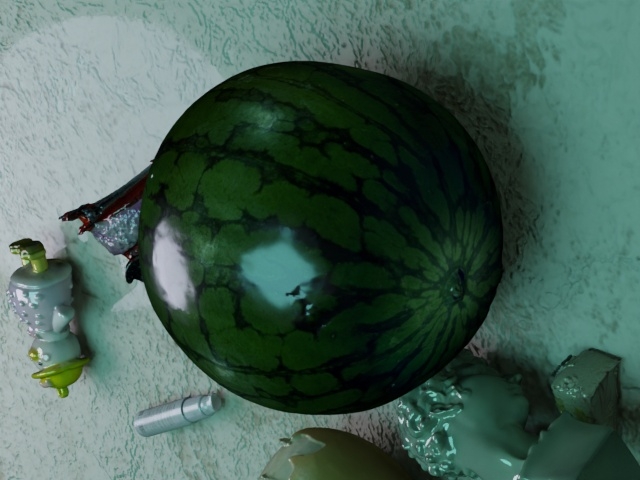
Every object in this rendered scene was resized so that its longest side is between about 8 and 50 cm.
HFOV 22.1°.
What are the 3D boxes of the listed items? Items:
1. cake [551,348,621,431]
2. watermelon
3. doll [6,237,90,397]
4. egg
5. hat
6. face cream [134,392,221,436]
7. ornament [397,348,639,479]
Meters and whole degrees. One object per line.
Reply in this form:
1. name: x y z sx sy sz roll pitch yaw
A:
1. cake: 0.260 0.173 1.597 0.052 0.065 0.121 14 122 35
2. watermelon: 0.000 0.000 1.543 0.363 0.363 0.363 14 116 32
3. doll: -0.330 0.095 1.984 0.129 0.081 0.207 15 120 52
4. egg: 0.028 0.319 1.733 0.244 0.201 0.201 37 127 4
5. hat: -0.162 0.022 1.811 0.129 0.140 0.227 -21 107 50
6. face cream: -0.166 0.204 1.934 0.130 0.034 0.034 -21 95 40
7. ornament: 0.182 0.204 1.569 0.285 0.130 0.120 33 154 51
